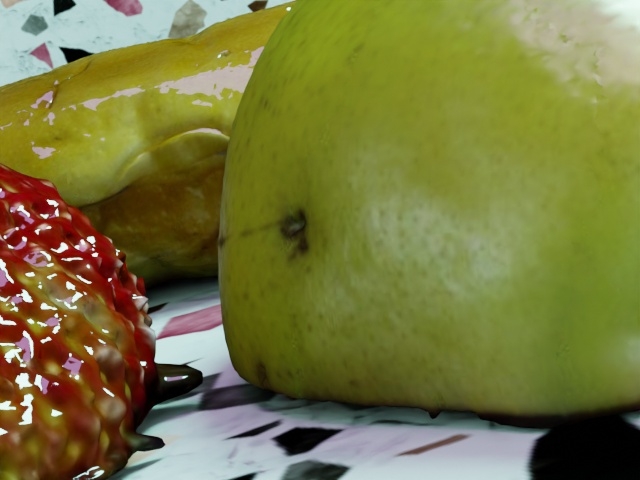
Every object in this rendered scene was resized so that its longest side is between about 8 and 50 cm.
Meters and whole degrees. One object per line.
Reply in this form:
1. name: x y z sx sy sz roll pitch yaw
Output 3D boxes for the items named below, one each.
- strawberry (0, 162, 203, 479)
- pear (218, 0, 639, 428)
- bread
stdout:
1. strawberry: -0.164 0.021 0.798 0.233 0.137 0.306 -3 9 -30
2. pear: 0.105 -0.065 0.810 0.340 0.191 0.386 -17 10 -12
3. bread: -0.095 -0.049 1.115 0.344 0.148 0.195 -13 9 6
